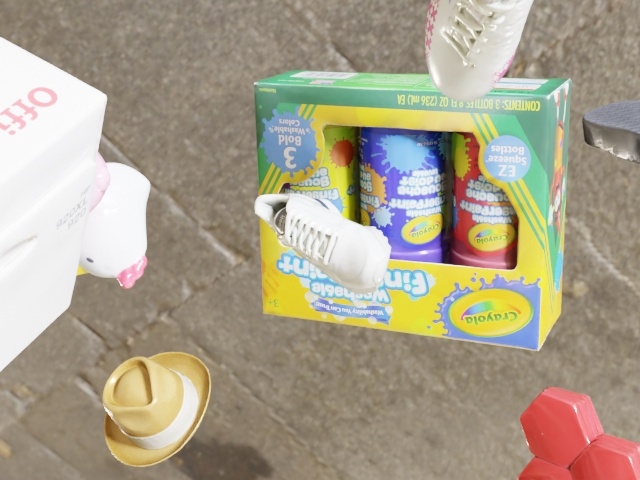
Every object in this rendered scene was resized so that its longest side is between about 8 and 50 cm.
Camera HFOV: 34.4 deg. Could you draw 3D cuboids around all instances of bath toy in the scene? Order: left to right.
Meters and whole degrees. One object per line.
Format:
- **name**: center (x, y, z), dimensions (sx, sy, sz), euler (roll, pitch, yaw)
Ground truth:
- **bath toy**: center (-0.253, -0.033, 0.937), dimensions (0.151, 0.348, 0.129), euler (-27, 72, 7)

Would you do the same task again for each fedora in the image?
- **fedora**: center (-0.246, 0.222, 1.458), dimensions (0.194, 0.194, 0.079), euler (-3, 144, 35)

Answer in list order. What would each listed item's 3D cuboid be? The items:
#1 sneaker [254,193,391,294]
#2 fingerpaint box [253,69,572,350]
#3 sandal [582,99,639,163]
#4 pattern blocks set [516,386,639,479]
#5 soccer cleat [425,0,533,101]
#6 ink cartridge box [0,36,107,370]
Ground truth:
- **sneaker**: center (0.000, 0.000, 1.310), dimensions (0.095, 0.090, 0.235), euler (19, -173, -35)
- **fingerpaint box**: center (0.132, -0.057, 1.554), dimensions (0.445, 0.163, 0.371), euler (7, 109, 23)
- **sandal**: center (0.320, -0.073, 0.908), dimensions (0.097, 0.254, 0.054), euler (-15, 111, -7)
- **pattern blocks set**: center (0.222, 0.250, 0.539), dimensions (0.285, 0.026, 0.325), euler (6, 103, 42)
- **soccer cleat**: center (0.180, -0.275, 1.145), dimensions (0.116, 0.143, 0.331), euler (22, 133, 6)
- **ink cartridge box**: center (-0.261, -0.027, 0.537), dimensions (0.233, 0.171, 0.168), euler (30, 134, 8)
